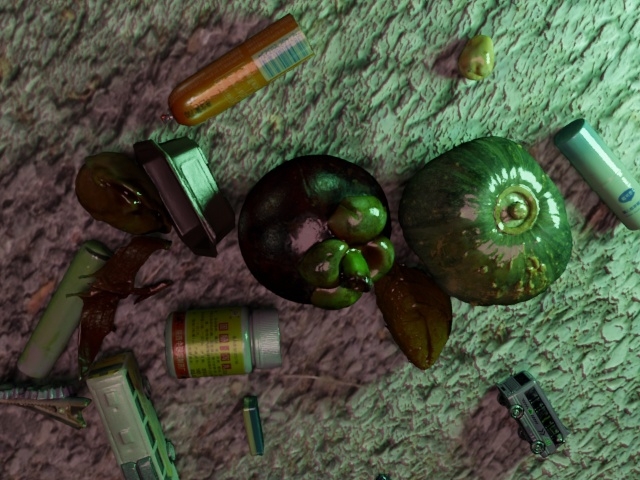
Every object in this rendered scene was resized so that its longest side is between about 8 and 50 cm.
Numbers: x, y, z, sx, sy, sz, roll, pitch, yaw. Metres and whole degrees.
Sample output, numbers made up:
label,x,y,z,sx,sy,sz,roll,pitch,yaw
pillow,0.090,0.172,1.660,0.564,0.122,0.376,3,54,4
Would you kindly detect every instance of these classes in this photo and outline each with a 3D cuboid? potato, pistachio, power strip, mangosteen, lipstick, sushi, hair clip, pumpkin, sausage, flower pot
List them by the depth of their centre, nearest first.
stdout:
label,x,y,z,sx,sy,sz,roll,pitch,yaw
mangosteen,-0.009,-0.008,1.493,0.301,0.300,0.300,-1,106,-4
sausage,-0.164,-0.304,1.499,0.312,0.093,0.093,-31,106,6
pistachio,-0.368,-0.078,1.516,0.210,0.165,0.130,41,81,-24
pumpkin,0.312,-0.025,1.523,0.292,0.257,0.327,-28,95,-11
flower pot,-0.248,-0.095,1.528,0.084,0.179,0.250,-35,108,-24
potato,0.301,-0.351,1.537,0.068,0.062,0.083,13,84,-23
lipstick,-0.510,0.138,1.613,0.076,0.076,0.304,29,103,-11
sushi,0.199,0.144,1.617,0.149,0.140,0.287,-33,130,-4
hair clip,-0.589,0.325,1.627,0.292,0.106,0.084,4,90,16
power strip,-0.144,0.400,1.722,0.032,0.056,0.123,-8,107,0

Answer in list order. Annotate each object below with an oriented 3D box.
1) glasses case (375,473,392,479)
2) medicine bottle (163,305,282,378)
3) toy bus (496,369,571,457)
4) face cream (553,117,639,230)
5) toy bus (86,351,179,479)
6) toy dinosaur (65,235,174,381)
label,x,y,z,sx,sy,sz,roll,pitch,yaw
glasses case,0.159,0.562,1.807,0.083,0.023,0.033,38,98,-13
medicine bottle,-0.194,0.204,1.619,0.226,0.139,0.139,-4,106,-3
toy bus,0.463,0.378,1.742,0.098,0.087,0.178,-32,104,-1
face cream,0.573,-0.131,1.605,0.077,0.077,0.250,-43,104,9
toy bus,-0.382,0.402,1.665,0.097,0.138,0.342,-16,105,-2
toy dinosaur,-0.392,0.121,1.558,0.327,0.113,0.206,-39,145,-1
